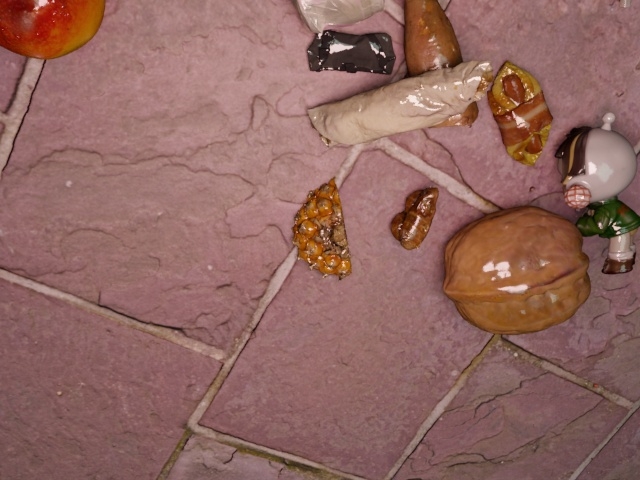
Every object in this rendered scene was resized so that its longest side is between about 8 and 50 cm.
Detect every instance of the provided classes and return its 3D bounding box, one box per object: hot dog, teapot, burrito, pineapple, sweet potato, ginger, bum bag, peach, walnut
[{"bbox_3d":[0.474,-0.284,1.141,0.123,0.093,0.262,-34,114,4],"label":"hot dog"},{"bbox_3d":[0.010,-0.510,0.922,0.178,0.163,0.222,-24,115,8],"label":"teapot"},{"bbox_3d":[0.159,-0.273,1.014,0.391,0.076,0.117,-10,133,26],"label":"burrito"},{"bbox_3d":[0.001,0.005,1.138,0.139,0.164,0.250,-9,117,1],"label":"pineapple"},{"bbox_3d":[0.234,-0.390,1.033,0.131,0.131,0.337,-29,115,2],"label":"sweet potato"},{"bbox_3d":[0.234,-0.058,1.189,0.073,0.103,0.162,25,96,-24],"label":"ginger"},{"bbox_3d":[0.070,-0.398,1.040,0.197,0.049,0.087,-1,117,-11],"label":"bum bag"},{"bbox_3d":[-0.485,-0.424,0.829,0.230,0.231,0.231,-4,113,-9],"label":"peach"},{"bbox_3d":[0.460,0.076,1.187,0.343,0.306,0.306,-13,114,-7],"label":"walnut"}]

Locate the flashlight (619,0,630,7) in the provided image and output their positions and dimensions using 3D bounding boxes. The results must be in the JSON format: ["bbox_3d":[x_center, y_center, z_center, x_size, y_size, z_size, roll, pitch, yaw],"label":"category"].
[{"bbox_3d":[0.691,-0.572,1.104,0.018,0.018,0.083,-12,114,-4],"label":"flashlight"}]

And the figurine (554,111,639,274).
[{"bbox_3d":[0.672,-0.108,1.167,0.281,0.167,0.370,-20,96,-48],"label":"figurine"}]
